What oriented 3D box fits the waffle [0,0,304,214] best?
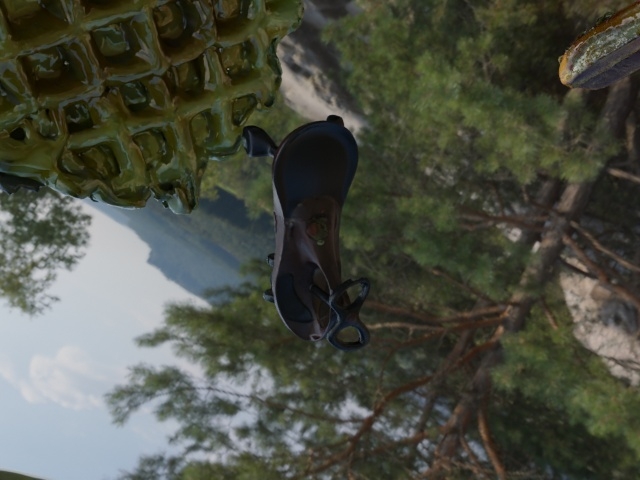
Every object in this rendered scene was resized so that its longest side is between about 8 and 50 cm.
[{"bbox_3d":[-0.140,-0.165,0.437,0.073,0.297,0.317,34,-169,38],"label":"waffle"}]

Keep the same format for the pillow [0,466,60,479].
[{"bbox_3d":[-0.119,0.230,0.380,0.312,0.119,0.310,31,143,-8],"label":"pillow"}]

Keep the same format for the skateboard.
[{"bbox_3d":[0.000,0.000,0.400,0.067,0.151,0.080,-14,-156,-25],"label":"skateboard"}]

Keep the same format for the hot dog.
[{"bbox_3d":[0.238,-0.156,0.474,0.062,0.038,0.144,1,163,-29],"label":"hot dog"}]
